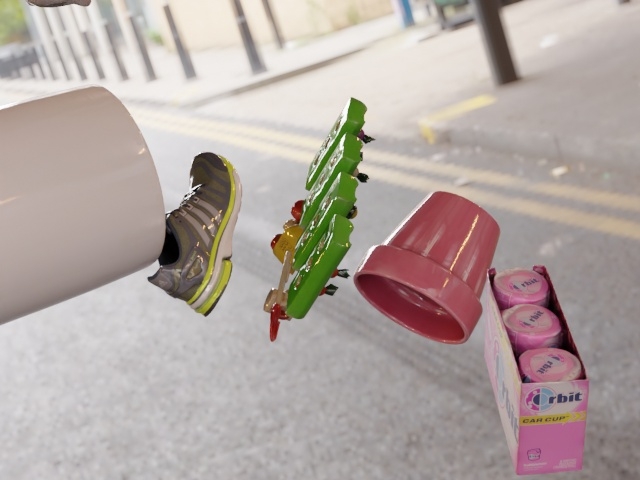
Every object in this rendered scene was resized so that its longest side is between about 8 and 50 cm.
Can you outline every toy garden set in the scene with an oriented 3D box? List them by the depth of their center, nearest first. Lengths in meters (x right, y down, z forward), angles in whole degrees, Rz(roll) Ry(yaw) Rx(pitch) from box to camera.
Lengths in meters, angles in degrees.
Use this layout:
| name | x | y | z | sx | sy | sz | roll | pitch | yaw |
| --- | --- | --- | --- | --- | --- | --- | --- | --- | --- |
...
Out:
| name | x | y | z | sx | sy | sz | roll | pitch | yaw |
| --- | --- | --- | --- | --- | --- | --- | --- | --- | --- |
| toy garden set | 0.000 | 0.000 | 1.447 | 0.244 | 0.049 | 0.203 | -82 | 19 | -50 |

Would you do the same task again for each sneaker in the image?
| name | x | y | z | sx | sy | sz | roll | pitch | yaw |
| --- | --- | --- | --- | --- | --- | --- | --- | --- | --- |
| sneaker | -0.203 | -0.030 | 2.215 | 0.111 | 0.121 | 0.299 | -40 | 37 | 40 |

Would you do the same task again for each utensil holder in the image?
| name | x | y | z | sx | sy | sz | roll | pitch | yaw |
| --- | --- | --- | --- | --- | --- | --- | --- | --- | --- |
| utensil holder | -0.471 | -0.040 | 2.075 | 0.386 | 0.327 | 0.328 | -20 | 11 | -30 |

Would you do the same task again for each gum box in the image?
| name | x | y | z | sx | sy | sz | roll | pitch | yaw |
| --- | --- | --- | --- | --- | --- | --- | --- | --- | --- |
| gum box | 0.197 | 0.114 | 1.297 | 0.062 | 0.107 | 0.188 | -5 | 33 | -2 |

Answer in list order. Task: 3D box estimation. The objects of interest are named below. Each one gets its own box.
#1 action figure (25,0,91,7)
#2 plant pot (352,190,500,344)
| name | x | y | z | sx | sy | sz | roll | pitch | yaw |
| --- | --- | --- | --- | --- | --- | --- | --- | --- | --- |
| action figure | -0.296 | -0.387 | 1.361 | 0.179 | 0.330 | 0.341 | -15 | 22 | -9 |
| plant pot | 0.178 | 0.032 | 2.123 | 0.201 | 0.201 | 0.180 | 1 | 56 | 58 |
